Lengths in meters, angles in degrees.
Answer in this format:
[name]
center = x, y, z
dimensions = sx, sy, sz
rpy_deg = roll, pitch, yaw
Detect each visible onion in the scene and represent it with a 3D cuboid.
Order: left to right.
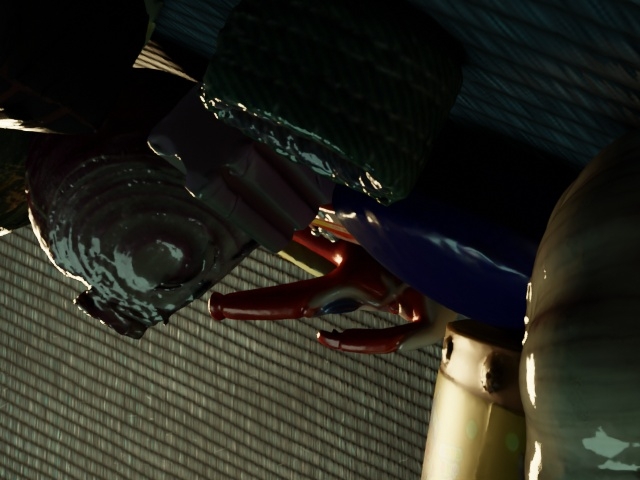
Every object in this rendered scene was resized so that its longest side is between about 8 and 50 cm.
[onion]
center = -0.155, -0.059, 1.031
dimensions = 0.230, 0.272, 0.256
rpy_deg = 42, 175, -7

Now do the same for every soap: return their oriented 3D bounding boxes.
[soap]
center = -0.037, -0.068, 0.816
dimensions = 0.065, 0.122, 0.203
rpy_deg = 46, 180, 19

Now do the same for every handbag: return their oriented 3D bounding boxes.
[handbag]
center = -0.213, -0.154, 0.640
dimensions = 0.169, 0.155, 0.215
rpy_deg = 28, 177, 7

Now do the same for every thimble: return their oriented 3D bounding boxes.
[thimble]
center = 0.006, -0.087, 0.609
dimensions = 0.135, 0.090, 0.118
rpy_deg = 26, 175, 1

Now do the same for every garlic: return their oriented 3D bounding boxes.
[garlic]
center = 0.217, 0.050, 0.501
dimensions = 0.253, 0.245, 0.245
rpy_deg = -12, 156, 26

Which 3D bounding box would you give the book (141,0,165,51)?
[book]
center = -0.328, -0.214, 0.862
dimensions = 0.389, 0.032, 0.269
rpy_deg = 14, 179, -16

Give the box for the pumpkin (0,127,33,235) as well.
[pumpkin]
center = -0.398, -0.146, 1.124
dimensions = 0.327, 0.257, 0.291
rpy_deg = 22, 172, -23

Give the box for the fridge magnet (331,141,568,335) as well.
[fridge magnet]
center = 0.134, 0.007, 0.832
dimensions = 0.265, 0.112, 0.265
rpy_deg = 26, 176, 2

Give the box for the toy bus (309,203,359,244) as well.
[toy bus]
center = 0.038, -0.038, 1.093
dimensions = 0.077, 0.079, 0.174
rpy_deg = 40, 168, -33

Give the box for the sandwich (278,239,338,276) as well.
[sandwich]
center = 0.000, 0.000, 1.571
dimensions = 0.271, 0.099, 0.301
rpy_deg = 31, 178, -4

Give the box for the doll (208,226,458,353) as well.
[doll]
center = 0.077, 0.040, 1.169
dimensions = 0.384, 0.188, 0.099
rpy_deg = 8, 154, 16

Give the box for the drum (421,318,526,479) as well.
[drum]
center = 0.289, 0.203, 0.896
dimensions = 0.431, 0.214, 0.431
rpy_deg = 8, -178, 0
